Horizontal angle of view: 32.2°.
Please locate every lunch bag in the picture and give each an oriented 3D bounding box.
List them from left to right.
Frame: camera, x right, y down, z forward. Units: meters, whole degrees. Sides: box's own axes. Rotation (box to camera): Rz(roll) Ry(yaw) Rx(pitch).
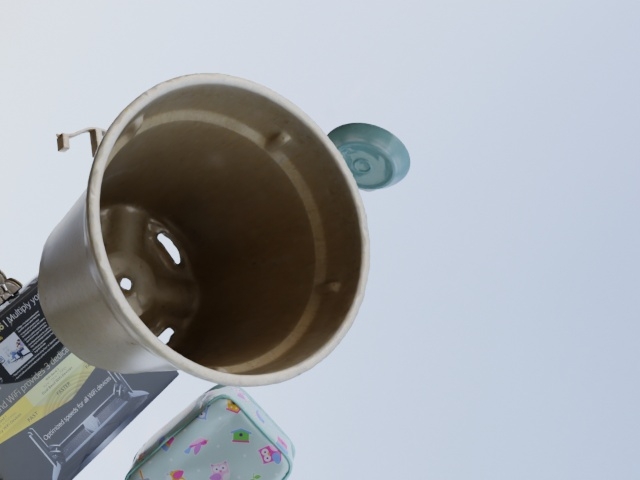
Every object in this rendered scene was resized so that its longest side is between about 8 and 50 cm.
[{"bbox_3d":[-0.194,0.410,1.975,0.279,0.224,0.108,-42,-170,9],"label":"lunch bag"}]

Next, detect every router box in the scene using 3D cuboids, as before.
[{"bbox_3d":[-0.385,0.198,1.557,0.309,0.243,0.081,-44,-161,-32],"label":"router box"}]

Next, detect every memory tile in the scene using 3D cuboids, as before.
[{"bbox_3d":[-0.457,0.099,1.714,0.012,0.148,0.113,-54,174,-34],"label":"memory tile"}]

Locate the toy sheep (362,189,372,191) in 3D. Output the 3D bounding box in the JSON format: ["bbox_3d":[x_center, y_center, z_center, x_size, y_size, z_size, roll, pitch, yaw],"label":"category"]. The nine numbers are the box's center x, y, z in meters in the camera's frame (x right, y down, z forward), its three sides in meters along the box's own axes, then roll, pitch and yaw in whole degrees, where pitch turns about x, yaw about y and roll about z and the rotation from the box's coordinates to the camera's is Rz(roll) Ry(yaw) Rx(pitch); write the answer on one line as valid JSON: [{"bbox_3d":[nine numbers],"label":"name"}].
[{"bbox_3d":[0.097,-0.146,2.316,0.091,0.132,0.091,-9,-115,20],"label":"toy sheep"}]

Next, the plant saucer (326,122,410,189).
[{"bbox_3d":[0.058,-0.104,1.457,0.119,0.119,0.021,-29,-148,43],"label":"plant saucer"}]

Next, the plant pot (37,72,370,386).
[{"bbox_3d":[-0.168,0.020,1.260,0.305,0.334,0.333,-23,-130,52],"label":"plant pot"}]

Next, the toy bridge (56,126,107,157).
[{"bbox_3d":[-0.462,-0.201,2.281,0.026,0.188,0.063,-26,-114,40],"label":"toy bridge"}]
